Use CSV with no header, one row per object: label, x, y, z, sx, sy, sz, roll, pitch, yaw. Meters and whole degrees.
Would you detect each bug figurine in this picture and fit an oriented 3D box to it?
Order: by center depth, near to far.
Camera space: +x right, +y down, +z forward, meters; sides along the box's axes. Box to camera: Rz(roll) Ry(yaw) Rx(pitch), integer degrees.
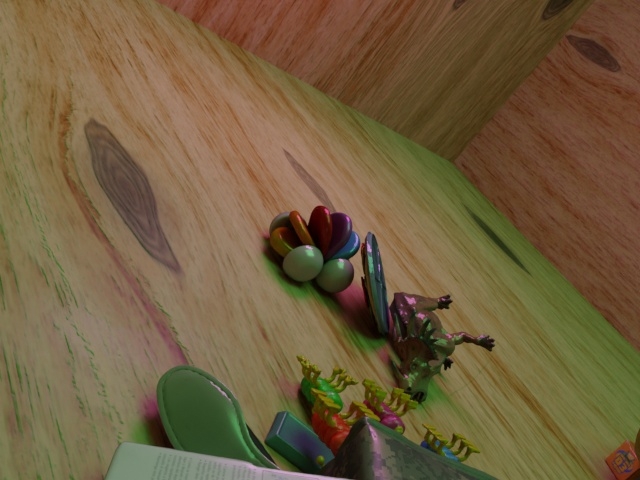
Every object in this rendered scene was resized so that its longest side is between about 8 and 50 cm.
bug figurine,0.073,0.251,0.853,0.279,0.072,0.216,25,6,-29

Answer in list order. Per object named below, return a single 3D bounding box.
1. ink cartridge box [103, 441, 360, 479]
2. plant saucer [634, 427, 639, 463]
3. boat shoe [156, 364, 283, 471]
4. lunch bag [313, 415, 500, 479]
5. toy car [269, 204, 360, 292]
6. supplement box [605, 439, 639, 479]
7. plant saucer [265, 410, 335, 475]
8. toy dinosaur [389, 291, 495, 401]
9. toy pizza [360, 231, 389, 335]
ink cartridge box,-0.071,0.285,0.475,0.239,0.060,0.275,12,26,-6
plant saucer,0.814,0.542,1.363,0.333,0.081,0.332,6,59,-37
boat shoe,-0.097,0.230,0.665,0.081,0.068,0.228,-31,61,-26
lunch bag,0.129,0.354,0.644,0.287,0.168,0.235,28,23,-15
toy car,0.000,0.000,1.196,0.182,0.136,0.159,23,26,-37
supplement box,0.765,0.544,1.447,0.234,0.080,0.078,32,21,-22
plant saucer,0.017,0.289,0.802,0.192,0.018,0.067,39,21,-3
toy dinosaur,0.183,0.164,1.200,0.201,0.127,0.295,18,23,-30
toy pizza,0.101,0.083,1.215,0.201,0.032,0.201,-9,90,-80
